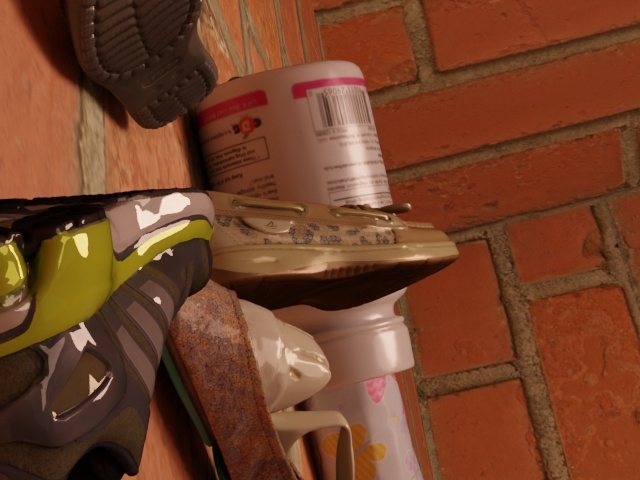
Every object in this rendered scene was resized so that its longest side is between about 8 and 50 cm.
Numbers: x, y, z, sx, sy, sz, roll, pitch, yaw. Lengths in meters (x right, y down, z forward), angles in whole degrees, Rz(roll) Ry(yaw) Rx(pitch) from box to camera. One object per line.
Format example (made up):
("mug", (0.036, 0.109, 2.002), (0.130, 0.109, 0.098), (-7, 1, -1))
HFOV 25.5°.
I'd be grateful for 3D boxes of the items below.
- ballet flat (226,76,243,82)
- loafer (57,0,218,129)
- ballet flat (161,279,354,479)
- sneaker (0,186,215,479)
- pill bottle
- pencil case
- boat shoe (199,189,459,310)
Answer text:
("ballet flat", (-0.059, -0.066, 1.453), (0.079, 0.077, 0.221), (3, 68, -65))
("loafer", (-0.132, -0.151, 0.932), (0.087, 0.094, 0.251), (53, -9, 14))
("ballet flat", (-0.038, 0.123, 0.994), (0.107, 0.106, 0.316), (-115, -173, -58))
("sneaker", (-0.113, 0.042, 0.616), (0.300, 0.111, 0.121), (-31, 117, -78))
("pill bottle", (-0.010, -0.008, 1.291), (0.160, 0.160, 0.283), (16, 62, -83))
("pencil case", (0.046, 0.213, 1.542), (0.124, 0.114, 0.273), (-49, 126, -76))
("boat shoe", (0.000, 0.000, 1.128), (0.285, 0.104, 0.089), (0, 65, -46))
